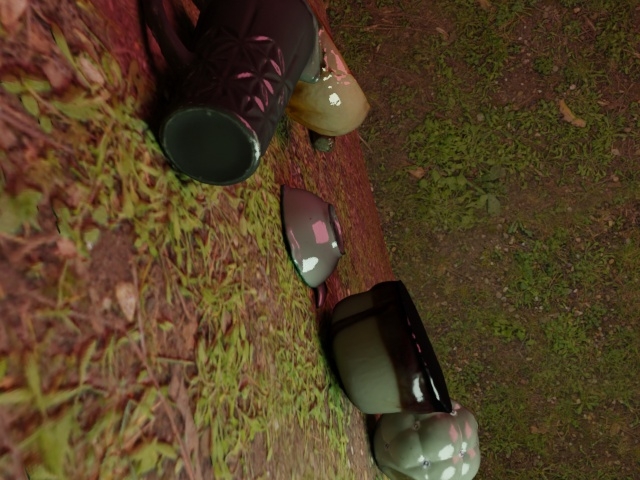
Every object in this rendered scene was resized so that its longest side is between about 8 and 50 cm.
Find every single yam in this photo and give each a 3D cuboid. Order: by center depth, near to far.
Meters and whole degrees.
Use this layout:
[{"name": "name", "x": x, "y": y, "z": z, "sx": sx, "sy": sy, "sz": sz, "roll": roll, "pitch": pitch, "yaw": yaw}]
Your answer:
[{"name": "yam", "x": 0.009, "y": -0.348, "z": 1.414, "sx": 0.317, "sy": 0.071, "sz": 0.067, "roll": -90, "pitch": -162, "yaw": -49}]

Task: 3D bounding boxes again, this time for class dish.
[{"name": "dish", "x": 0.000, "y": 0.000, "z": 0.947, "sx": 0.224, "sy": 0.078, "sz": 0.246, "roll": -74, "pitch": 148, "yaw": -69}]

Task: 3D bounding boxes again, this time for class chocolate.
[{"name": "chocolate", "x": 0.119, "y": 0.224, "z": 0.983, "sx": 0.283, "sy": 0.186, "sz": 0.283, "roll": 59, "pitch": 15, "yaw": -27}]

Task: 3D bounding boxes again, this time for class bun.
[{"name": "bun", "x": -0.031, "y": -0.331, "z": 0.982, "sx": 0.299, "sy": 0.165, "sz": 0.299, "roll": 54, "pitch": 13, "yaw": -19}]

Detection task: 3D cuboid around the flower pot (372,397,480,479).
[{"name": "flower pot", "x": 0.239, "y": 0.465, "z": 1.133, "sx": 0.195, "sy": 0.246, "sz": 0.246, "roll": -55, "pitch": 139, "yaw": -30}]

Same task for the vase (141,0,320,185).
[{"name": "vase", "x": -0.106, "y": -0.203, "z": 0.589, "sx": 0.251, "sy": 0.156, "sz": 0.301, "roll": 36, "pitch": 39, "yaw": -28}]
